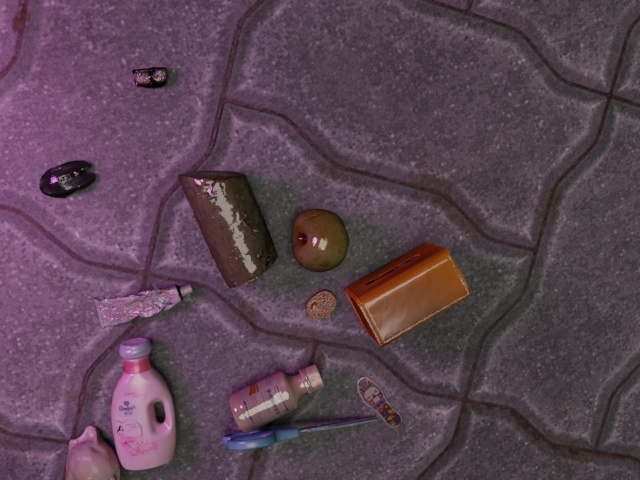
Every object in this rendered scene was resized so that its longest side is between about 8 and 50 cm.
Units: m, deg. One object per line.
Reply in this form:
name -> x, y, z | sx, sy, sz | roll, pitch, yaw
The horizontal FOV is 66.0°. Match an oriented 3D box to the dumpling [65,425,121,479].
dumpling -> -0.598, 0.592, 1.284 | 0.136, 0.118, 0.199 | -26, 73, 4

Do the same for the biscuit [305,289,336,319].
biscuit -> 0.004, 0.183, 1.376 | 0.091, 0.015, 0.078 | -32, 103, -4

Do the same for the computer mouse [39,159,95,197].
computer mouse -> -0.628, -0.151, 1.214 | 0.135, 0.047, 0.079 | -22, 101, -8

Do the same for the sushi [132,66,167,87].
sushi -> -0.422, -0.404, 1.226 | 0.083, 0.044, 0.046 | -7, 120, -7

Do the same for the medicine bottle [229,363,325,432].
medicine bottle -> -0.113, 0.418, 1.337 | 0.252, 0.114, 0.114 | -23, 100, -6

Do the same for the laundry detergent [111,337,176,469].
laundry detergent -> -0.467, 0.425, 1.293 | 0.159, 0.088, 0.335 | -5, 97, -13

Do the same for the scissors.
scissors -> -0.041, 0.524, 1.361 | 0.447, 0.192, 0.029 | 0, 75, -22

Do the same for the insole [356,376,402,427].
insole -> 0.172, 0.478, 1.447 | 0.065, 0.004, 0.197 | -39, 101, -3

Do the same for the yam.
yam -> -0.226, -0.047, 1.235 | 0.168, 0.168, 0.304 | -22, 101, -6

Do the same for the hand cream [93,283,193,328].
hand cream -> -0.459, 0.163, 1.284 | 0.257, 0.050, 0.084 | -14, 102, -4

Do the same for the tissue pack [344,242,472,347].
tissue pack -> 0.224, 0.137, 1.316 | 0.275, 0.194, 0.145 | -30, 101, -5

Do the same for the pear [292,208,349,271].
pear -> 0.000, 0.000, 1.284 | 0.137, 0.167, 0.167 | 2, 97, -26
